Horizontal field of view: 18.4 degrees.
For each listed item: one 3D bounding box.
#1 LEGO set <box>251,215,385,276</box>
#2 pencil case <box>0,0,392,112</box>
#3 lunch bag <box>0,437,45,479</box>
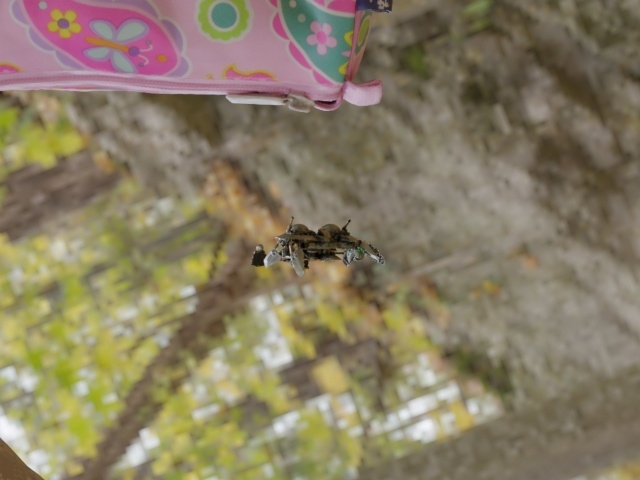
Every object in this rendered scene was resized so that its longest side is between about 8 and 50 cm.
[{"bbox_3d":[-0.002,0.000,0.829,0.083,0.054,0.023,-151,62,-79],"label":"LEGO set"},{"bbox_3d":[-0.107,-0.130,1.071,0.124,0.284,0.124,-179,90,-86],"label":"pencil case"},{"bbox_3d":[-0.212,0.236,1.177,0.235,0.169,0.287,46,-179,-18],"label":"lunch bag"}]
